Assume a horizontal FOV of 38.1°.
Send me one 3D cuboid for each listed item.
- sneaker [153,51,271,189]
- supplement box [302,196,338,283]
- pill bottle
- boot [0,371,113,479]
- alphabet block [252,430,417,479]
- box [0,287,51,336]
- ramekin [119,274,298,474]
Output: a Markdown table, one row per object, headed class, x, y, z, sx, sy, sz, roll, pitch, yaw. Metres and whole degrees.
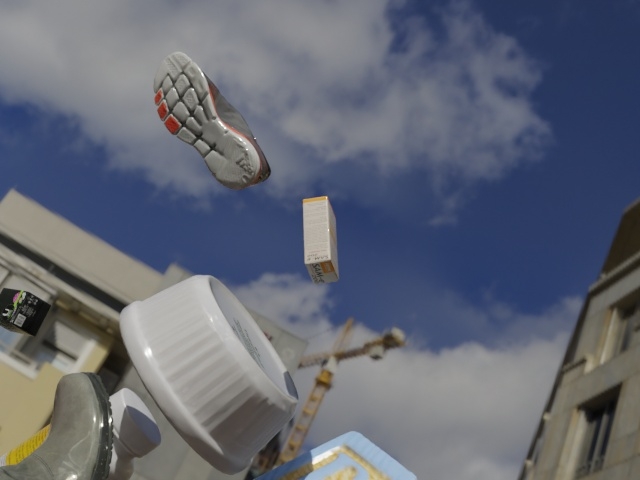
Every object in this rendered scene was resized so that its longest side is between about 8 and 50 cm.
| class | x | y | z | sx | sy | sz | roll | pitch | yaw |
| --- | --- | --- | --- | --- | --- | --- | --- | --- | --- |
| sneaker | -0.103 | -0.111 | 0.892 | 0.061 | 0.065 | 0.158 | -38 | -104 | 19 |
| supplement box | 0.000 | 0.000 | 1.228 | 0.036 | 0.099 | 0.062 | -8 | -31 | 9 |
| pill bottle | -0.366 | 0.329 | 1.377 | 0.136 | 0.245 | 0.136 | 56 | 1 | -1 |
| boot | -0.279 | 0.217 | 0.845 | 0.161 | 0.247 | 0.083 | 15 | -44 | -28 |
| alphabet block | 0.036 | 0.419 | 1.306 | 0.193 | 0.192 | 0.197 | 24 | -47 | 63 |
| box | -0.504 | 0.119 | 1.551 | 0.083 | 0.062 | 0.052 | 4 | -27 | 43 |
| ramekin | -0.141 | 0.168 | 1.256 | 0.273 | 0.127 | 0.273 | 54 | 3 | -3 |
